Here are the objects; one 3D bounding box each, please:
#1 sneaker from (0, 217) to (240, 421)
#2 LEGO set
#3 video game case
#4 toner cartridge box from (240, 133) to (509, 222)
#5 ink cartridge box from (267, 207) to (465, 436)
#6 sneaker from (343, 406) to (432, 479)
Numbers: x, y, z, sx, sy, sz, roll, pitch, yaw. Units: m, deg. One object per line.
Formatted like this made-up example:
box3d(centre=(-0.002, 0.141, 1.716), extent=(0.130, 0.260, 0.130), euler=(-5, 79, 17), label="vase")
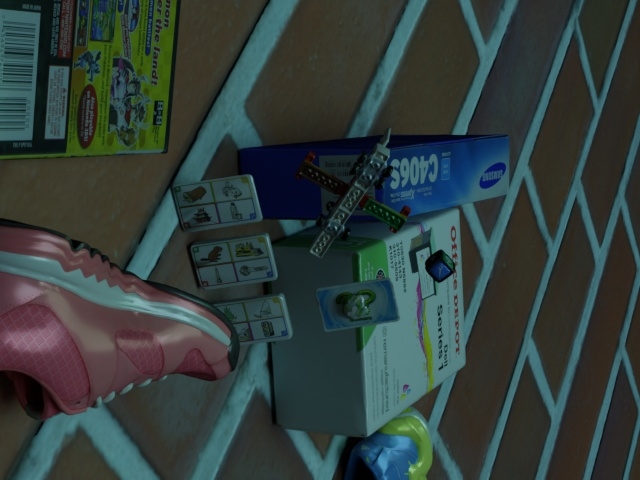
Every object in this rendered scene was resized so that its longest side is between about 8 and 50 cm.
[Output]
box3d(centre=(-0.190, 0.083, 1.086), extent=(0.314, 0.116, 0.136), euler=(31, 75, -51), label="sneaker")
box3d(centre=(0.000, 0.000, 1.290), extent=(0.060, 0.244, 0.182), euler=(-80, 159, -63), label="LEGO set")
box3d(centre=(-0.193, -0.203, 1.076), extent=(0.248, 0.035, 0.274), euler=(-9, 107, -61), label="video game case")
box3d(centre=(0.070, -0.073, 1.474), extent=(0.348, 0.165, 0.075), euler=(-13, 105, -61), label="toner cartridge box")
box3d(centre=(0.059, 0.079, 1.513), extent=(0.278, 0.117, 0.201), euler=(-22, 112, -60), label="ink cartridge box")
box3d(centre=(0.079, 0.316, 1.629), extent=(0.126, 0.091, 0.240), euler=(-31, 121, -36), label="sneaker")
